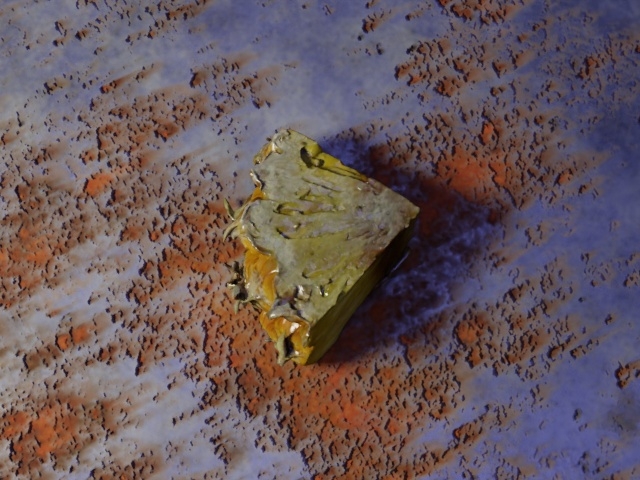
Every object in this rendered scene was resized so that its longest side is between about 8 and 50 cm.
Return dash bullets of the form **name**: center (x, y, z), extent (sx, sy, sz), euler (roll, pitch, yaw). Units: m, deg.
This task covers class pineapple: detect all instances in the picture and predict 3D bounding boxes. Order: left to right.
- **pineapple**: center (0.000, 0.000, 1.739), extent (0.186, 0.114, 0.236), euler (-1, 72, -4)
